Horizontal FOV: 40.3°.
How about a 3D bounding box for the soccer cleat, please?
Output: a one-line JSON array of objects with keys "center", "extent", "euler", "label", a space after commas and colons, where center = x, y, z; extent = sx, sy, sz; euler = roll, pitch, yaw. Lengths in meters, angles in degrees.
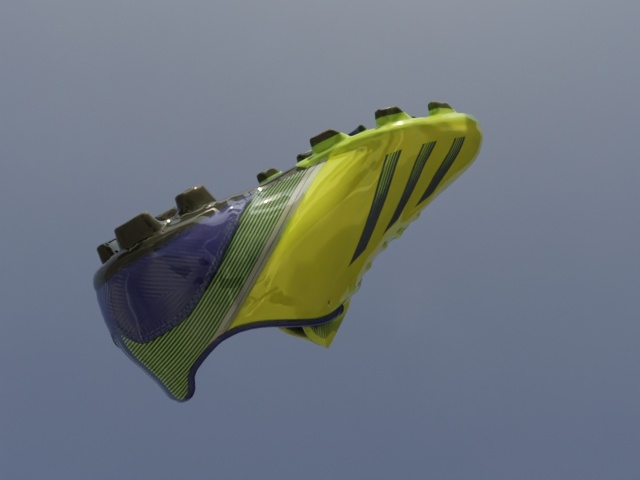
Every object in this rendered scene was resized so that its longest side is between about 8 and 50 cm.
[{"center": [-0.001, 0.000, 0.552], "extent": [0.289, 0.093, 0.121], "euler": [-27, -91, -29], "label": "soccer cleat"}]
